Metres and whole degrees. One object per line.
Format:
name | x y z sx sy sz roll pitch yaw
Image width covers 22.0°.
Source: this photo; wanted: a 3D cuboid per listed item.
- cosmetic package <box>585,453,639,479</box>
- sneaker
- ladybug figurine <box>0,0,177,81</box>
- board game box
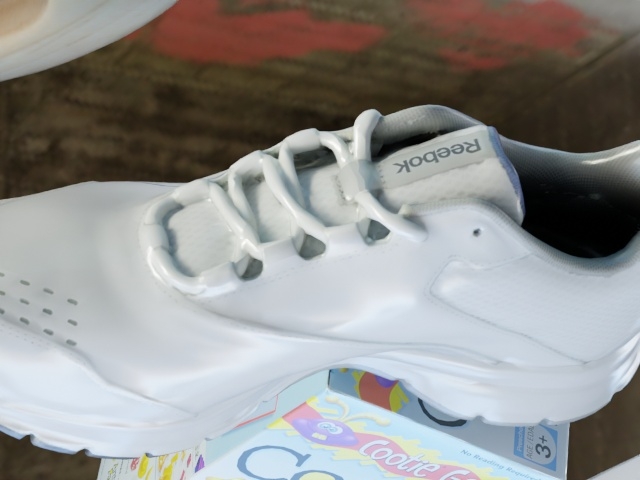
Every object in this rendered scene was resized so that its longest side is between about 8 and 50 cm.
cosmetic package | 0.193 0.180 0.587 0.138 0.225 0.224 10 -118 -24
sneaker | 0.000 0.000 0.588 0.297 0.129 0.111 -4 -123 -22
ladybug figurine | -0.215 -0.179 0.683 0.305 0.449 0.162 23 -112 -40
board game box | 0.000 0.091 0.911 0.142 0.275 0.144 24 -125 -22
